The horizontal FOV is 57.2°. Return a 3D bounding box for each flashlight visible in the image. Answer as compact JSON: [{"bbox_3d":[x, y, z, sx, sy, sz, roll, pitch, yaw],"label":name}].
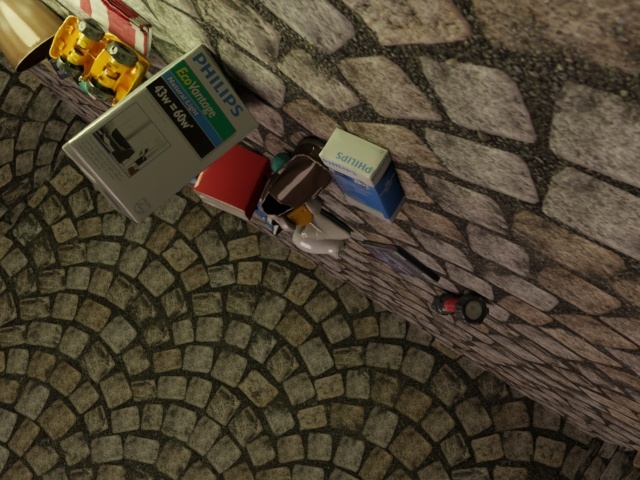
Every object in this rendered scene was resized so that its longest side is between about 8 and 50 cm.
[{"bbox_3d":[0.463,0.229,2.008,0.103,0.103,0.304,33,171,-8],"label":"flashlight"}]

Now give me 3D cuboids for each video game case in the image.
[{"bbox_3d":[0.277,0.071,2.072,0.196,0.026,0.274,36,172,-20],"label":"video game case"}]

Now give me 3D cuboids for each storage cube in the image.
[{"bbox_3d":[-0.291,-0.201,1.959,0.215,0.193,0.183,23,172,1],"label":"storage cube"}]

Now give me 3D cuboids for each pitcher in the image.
[{"bbox_3d":[0.000,0.000,2.443,0.207,0.125,0.178,20,-175,10],"label":"pitcher"}]

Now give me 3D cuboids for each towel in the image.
[{"bbox_3d":[-0.556,-0.576,1.414,0.329,0.037,0.237,35,173,-15],"label":"towel"}]

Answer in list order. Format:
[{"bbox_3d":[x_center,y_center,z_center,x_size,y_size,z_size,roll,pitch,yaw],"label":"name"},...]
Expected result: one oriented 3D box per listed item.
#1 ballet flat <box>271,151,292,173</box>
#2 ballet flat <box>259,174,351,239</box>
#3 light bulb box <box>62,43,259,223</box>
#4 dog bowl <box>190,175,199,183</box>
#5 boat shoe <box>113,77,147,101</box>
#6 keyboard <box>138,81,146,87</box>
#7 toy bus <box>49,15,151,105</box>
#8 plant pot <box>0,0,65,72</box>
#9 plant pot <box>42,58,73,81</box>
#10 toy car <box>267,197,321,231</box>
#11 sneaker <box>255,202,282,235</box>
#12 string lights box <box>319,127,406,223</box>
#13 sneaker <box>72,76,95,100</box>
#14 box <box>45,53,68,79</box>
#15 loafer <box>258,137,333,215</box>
[{"bbox_3d":[-0.101,-0.200,1.755,0.087,0.083,0.247,40,168,11],"label":"ballet flat"},{"bbox_3d":[-0.079,-0.087,2.137,0.400,0.139,0.139,34,172,-9],"label":"ballet flat"},{"bbox_3d":[-0.396,-0.252,1.414,0.225,0.361,0.358,54,164,-22],"label":"light bulb box"},{"bbox_3d":[-0.479,-0.286,2.424,0.074,0.166,0.297,13,162,32],"label":"dog bowl"},{"bbox_3d":[-0.639,-0.482,1.952,0.130,0.132,0.355,41,166,13],"label":"boat shoe"},{"bbox_3d":[-0.427,-0.402,1.867,0.317,0.033,0.201,33,169,-40],"label":"keyboard"},{"bbox_3d":[-0.570,-0.492,1.578,0.220,0.149,0.211,37,-157,-10],"label":"toy bus"},{"bbox_3d":[-0.909,-0.663,1.756,0.230,0.215,0.215,51,166,-18],"label":"plant pot"},{"bbox_3d":[-0.965,-0.672,2.197,0.109,0.096,0.109,25,169,39],"label":"plant pot"},{"bbox_3d":[-0.097,-0.132,1.990,0.182,0.159,0.136,40,-154,-43],"label":"toy car"},{"bbox_3d":[-0.200,-0.126,2.501,0.147,0.130,0.330,46,171,12],"label":"sneaker"},{"bbox_3d":[0.102,-0.137,1.323,0.133,0.077,0.260,29,171,23],"label":"string lights box"},{"bbox_3d":[-0.774,-0.562,2.015,0.121,0.108,0.302,44,-177,-21],"label":"sneaker"},{"bbox_3d":[-0.819,-0.600,1.935,0.036,0.136,0.225,62,167,-8],"label":"box"},{"bbox_3d":[-0.056,-0.141,1.522,0.134,0.130,0.366,34,154,-10],"label":"loafer"}]
